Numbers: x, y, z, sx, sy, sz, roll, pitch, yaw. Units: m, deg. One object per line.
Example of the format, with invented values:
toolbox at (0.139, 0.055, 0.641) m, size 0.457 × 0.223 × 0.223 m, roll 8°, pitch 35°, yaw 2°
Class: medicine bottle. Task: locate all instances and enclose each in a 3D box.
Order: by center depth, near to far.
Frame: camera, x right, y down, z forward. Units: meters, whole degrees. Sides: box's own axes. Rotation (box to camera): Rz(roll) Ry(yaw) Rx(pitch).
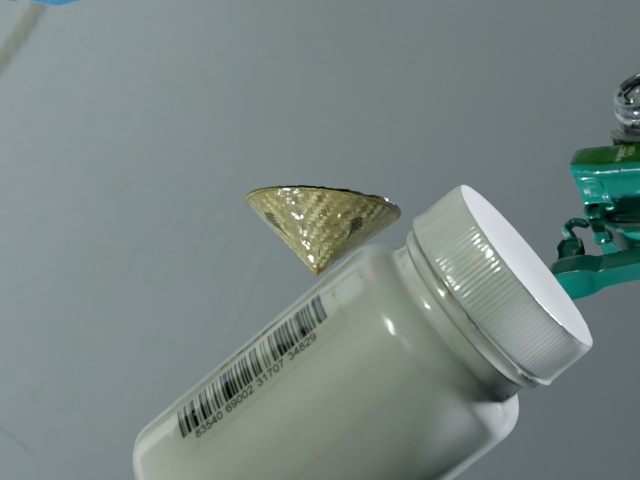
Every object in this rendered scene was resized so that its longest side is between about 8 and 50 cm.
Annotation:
medicine bottle at (0.017, 0.068, 0.746) m, size 0.186 × 0.103 × 0.103 m, roll -41°, pitch 119°, yaw 12°

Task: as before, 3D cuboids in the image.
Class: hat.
hat at (0.000, 0.000, 1.585) m, size 0.146 × 0.146 × 0.067 m, roll 13°, pitch 75°, yaw -30°

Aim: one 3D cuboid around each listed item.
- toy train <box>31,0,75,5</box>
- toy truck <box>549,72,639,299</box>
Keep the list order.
toy train at (-0.193, -0.325, 1.268) m, size 0.188 × 0.265 × 0.300 m, roll -11°, pitch 88°, yaw 15°
toy truck at (0.373, -0.034, 1.439) m, size 0.176 × 0.363 × 0.178 m, roll 62°, pitch 35°, yaw -34°
